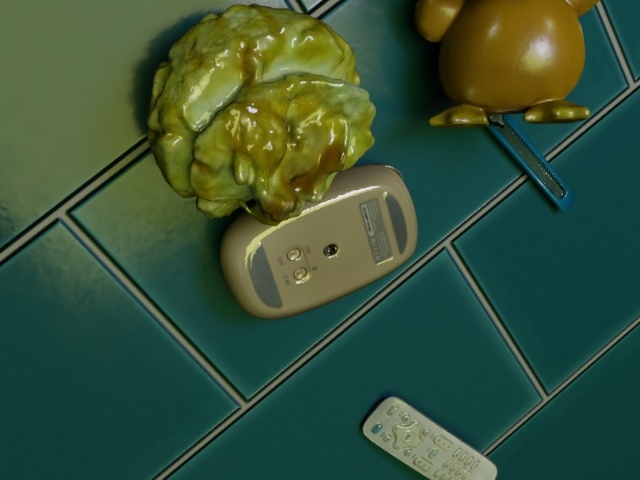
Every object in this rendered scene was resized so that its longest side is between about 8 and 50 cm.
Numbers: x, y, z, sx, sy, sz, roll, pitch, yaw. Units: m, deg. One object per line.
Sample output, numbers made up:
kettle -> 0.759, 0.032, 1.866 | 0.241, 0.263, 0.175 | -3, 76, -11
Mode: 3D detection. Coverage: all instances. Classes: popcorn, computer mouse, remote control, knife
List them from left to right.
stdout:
popcorn -> -0.060, -0.125, 0.651 | 0.221, 0.184, 0.204 | -33, 129, -22
computer mouse -> 0.000, 0.000, 0.761 | 0.237, 0.082, 0.145 | -25, 113, -13
remote control -> 0.159, 0.291, 0.937 | 0.229, 0.044, 0.073 | 36, 101, -18
knife -> 0.243, -0.135, 0.840 | 0.297, 0.026, 0.044 | 40, 78, -25

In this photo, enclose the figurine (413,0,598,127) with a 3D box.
figurine -> 0.203, -0.238, 0.713 | 0.215, 0.215, 0.228 | -18, 120, -14
